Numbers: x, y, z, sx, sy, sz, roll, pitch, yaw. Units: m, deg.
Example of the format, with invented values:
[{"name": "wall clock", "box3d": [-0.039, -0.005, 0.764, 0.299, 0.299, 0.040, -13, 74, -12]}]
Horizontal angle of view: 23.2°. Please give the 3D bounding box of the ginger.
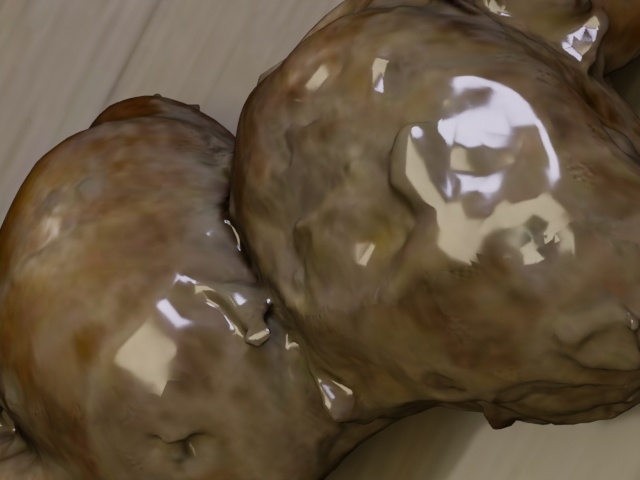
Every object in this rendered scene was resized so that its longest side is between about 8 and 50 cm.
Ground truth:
[{"name": "ginger", "box3d": [0.000, 0.000, 0.600, 0.375, 0.176, 0.256, -37, 55, 16]}]
